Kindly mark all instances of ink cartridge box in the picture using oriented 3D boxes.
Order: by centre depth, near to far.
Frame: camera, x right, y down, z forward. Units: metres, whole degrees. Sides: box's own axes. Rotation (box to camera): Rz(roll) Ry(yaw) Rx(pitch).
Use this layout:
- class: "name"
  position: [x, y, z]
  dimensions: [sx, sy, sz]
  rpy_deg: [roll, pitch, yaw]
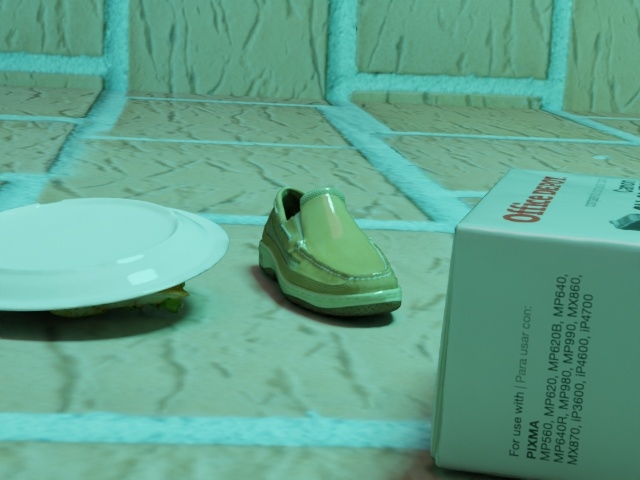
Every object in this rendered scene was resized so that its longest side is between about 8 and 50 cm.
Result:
- class: "ink cartridge box"
  position: [0.202, 0.043, 0.645]
  dimensions: [0.272, 0.114, 0.197]
  rpy_deg: [5, 12, 14]

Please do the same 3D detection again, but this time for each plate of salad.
- class: "plate of salad"
  position: [-0.157, 0.016, 0.875]
  dimensions: [0.199, 0.048, 0.200]
  rpy_deg: [-3, 19, 1]

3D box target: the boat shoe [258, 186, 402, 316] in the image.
- class: "boat shoe"
  position: [0.000, 0.000, 0.930]
  dimensions: [0.068, 0.072, 0.190]
  rpy_deg: [-1, 12, -23]
